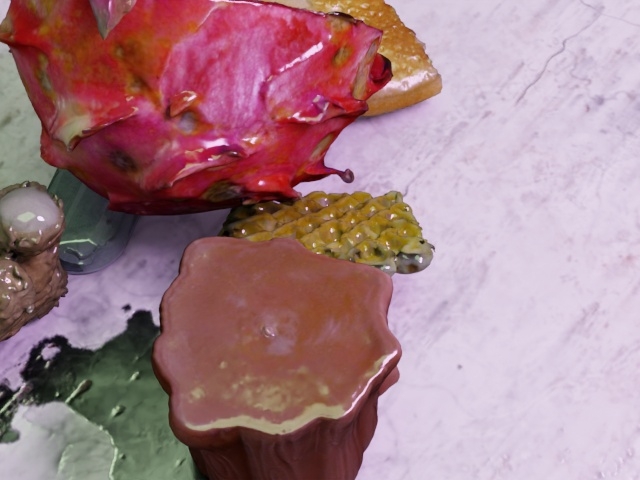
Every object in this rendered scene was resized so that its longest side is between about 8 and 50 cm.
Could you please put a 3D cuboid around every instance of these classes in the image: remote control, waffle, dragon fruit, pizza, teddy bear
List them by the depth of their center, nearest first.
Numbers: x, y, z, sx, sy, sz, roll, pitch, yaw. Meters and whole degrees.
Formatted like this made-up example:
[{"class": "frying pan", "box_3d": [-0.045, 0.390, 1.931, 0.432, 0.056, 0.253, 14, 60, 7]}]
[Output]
[{"class": "dragon fruit", "box_3d": [-0.133, -0.142, 1.489, 0.371, 0.386, 0.249, 12, 98, 21]}, {"class": "teddy bear", "box_3d": [-0.365, 0.063, 1.500, 0.256, 0.156, 0.267, -42, 26, -23]}, {"class": "waffle", "box_3d": [-0.001, 0.003, 1.544, 0.204, 0.054, 0.223, -2, 21, -7]}, {"class": "remote control", "box_3d": [-0.227, -0.076, 1.647, 0.104, 0.052, 0.247, 14, 62, 11]}, {"class": "pizza", "box_3d": [-0.004, -0.234, 1.724, 0.289, 0.081, 0.229, 5, 64, 3]}]

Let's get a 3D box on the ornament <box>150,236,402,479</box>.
[{"class": "ornament", "box_3d": [-0.047, 0.131, 1.412, 0.235, 0.218, 0.221, -40, 65, -21]}]
